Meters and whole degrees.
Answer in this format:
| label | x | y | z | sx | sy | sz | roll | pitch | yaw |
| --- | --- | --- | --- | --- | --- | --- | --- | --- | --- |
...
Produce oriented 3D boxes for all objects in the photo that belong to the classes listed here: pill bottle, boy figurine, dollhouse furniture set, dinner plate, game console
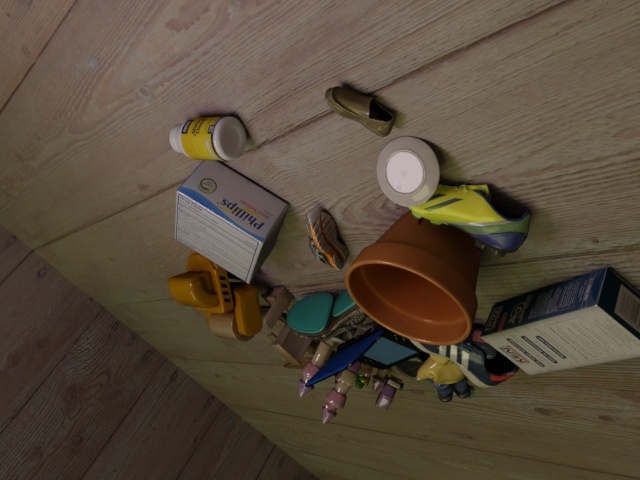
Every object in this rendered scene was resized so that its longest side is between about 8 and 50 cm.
| label | x | y | z | sx | sy | sz | roll | pitch | yaw |
| --- | --- | --- | --- | --- | --- | --- | --- | --- | --- |
| pill bottle | -0.276 | -0.246 | 1.393 | 0.184 | 0.103 | 0.103 | 7 | 142 | 36 |
| boy figurine | 0.364 | 0.372 | 1.702 | 0.177 | 0.092 | 0.285 | -17 | 131 | 10 |
| dollhouse furniture set | -0.188 | 0.329 | 2.089 | 0.355 | 0.174 | 0.303 | -10 | 130 | 49 |
| dinner plate | 0.170 | -0.136 | 1.151 | 0.141 | 0.017 | 0.141 | 12 | 110 | 36 |
| game console | 0.137 | 0.354 | 1.640 | 0.250 | 0.173 | 0.293 | 25 | 147 | -16 |

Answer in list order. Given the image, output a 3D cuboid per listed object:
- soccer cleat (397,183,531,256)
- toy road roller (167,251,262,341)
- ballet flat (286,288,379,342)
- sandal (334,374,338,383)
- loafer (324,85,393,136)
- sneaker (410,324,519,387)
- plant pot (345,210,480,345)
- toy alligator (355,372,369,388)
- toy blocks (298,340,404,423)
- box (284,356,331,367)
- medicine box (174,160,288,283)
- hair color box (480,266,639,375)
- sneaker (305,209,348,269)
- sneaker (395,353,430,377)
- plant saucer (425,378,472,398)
| label | x | y | z | sx | sy | sz | roll | pitch | yaw |
| --- | --- | --- | --- | --- | --- | --- | --- | --- | --- |
| soccer cleat | 0.283 | -0.075 | 1.170 | 0.289 | 0.093 | 0.121 | 27 | 120 | 17 |
| toy road roller | -0.352 | 0.187 | 1.887 | 0.202 | 0.240 | 0.330 | -1 | 102 | 44 |
| ballet flat | 0.078 | 0.227 | 1.724 | 0.182 | 0.164 | 0.483 | 32 | 148 | -19 |
| sandal | 0.081 | 0.517 | 2.242 | 0.067 | 0.040 | 0.179 | -9 | 140 | 8 |
| loafer | 0.079 | -0.255 | 1.104 | 0.148 | 0.056 | 0.050 | 26 | 150 | -10 |
| sneaker | 0.376 | 0.257 | 1.524 | 0.350 | 0.131 | 0.148 | 33 | 144 | -13 |
| plant pot | 0.228 | 0.069 | 1.289 | 0.291 | 0.203 | 0.291 | 24 | 148 | 16 |
| toy alligator | 0.150 | 0.515 | 2.169 | 0.056 | 0.051 | 0.190 | 21 | 148 | 18 |
| toy blocks | 0.079 | 0.511 | 1.936 | 0.309 | 0.260 | 0.288 | 26 | 176 | 8 |
| box | -0.022 | 0.469 | 2.202 | 0.201 | 0.021 | 0.164 | 9 | 155 | -16 |
| medicine box | -0.256 | -0.049 | 1.619 | 0.263 | 0.149 | 0.289 | 31 | 150 | 1 |
| hair color box | 0.540 | 0.190 | 1.276 | 0.174 | 0.105 | 0.347 | 38 | 149 | -9 |
| sneaker | 0.000 | 0.000 | 1.524 | 0.083 | 0.084 | 0.215 | 16 | 148 | 35 |
| sneaker | 0.248 | 0.338 | 1.809 | 0.222 | 0.083 | 0.118 | 34 | 141 | -9 |
| plant saucer | 0.404 | 0.462 | 1.892 | 0.192 | 0.018 | 0.067 | 18 | 147 | 21 |
